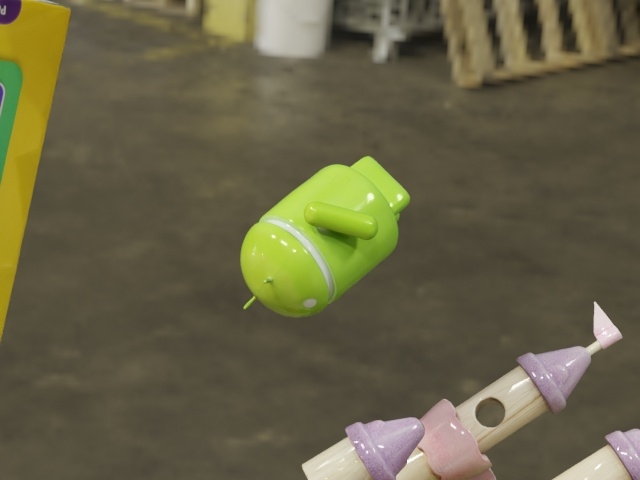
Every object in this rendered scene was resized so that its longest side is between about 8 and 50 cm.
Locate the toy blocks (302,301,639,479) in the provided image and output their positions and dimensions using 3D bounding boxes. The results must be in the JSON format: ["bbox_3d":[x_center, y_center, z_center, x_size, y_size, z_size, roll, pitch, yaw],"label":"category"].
[{"bbox_3d":[0.174,0.223,1.434,0.260,0.288,0.309,-31,-21,0],"label":"toy blocks"}]

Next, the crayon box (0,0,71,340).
[{"bbox_3d":[-0.379,-0.054,1.405,0.106,0.313,0.363,21,11,39],"label":"crayon box"}]

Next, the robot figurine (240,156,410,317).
[{"bbox_3d":[0.000,0.000,1.136,0.115,0.101,0.067,-39,81,-27],"label":"robot figurine"}]
